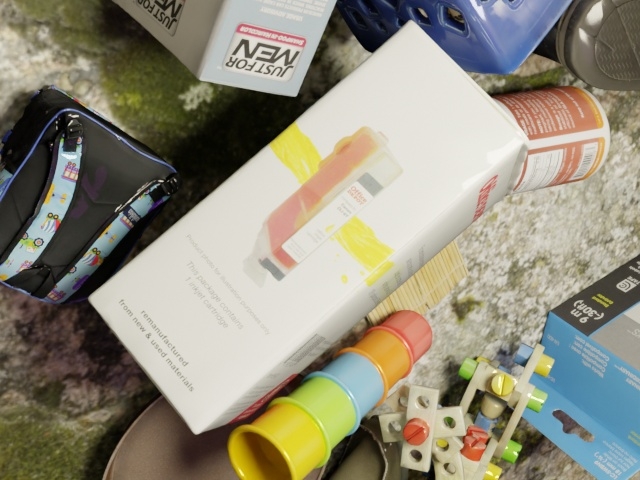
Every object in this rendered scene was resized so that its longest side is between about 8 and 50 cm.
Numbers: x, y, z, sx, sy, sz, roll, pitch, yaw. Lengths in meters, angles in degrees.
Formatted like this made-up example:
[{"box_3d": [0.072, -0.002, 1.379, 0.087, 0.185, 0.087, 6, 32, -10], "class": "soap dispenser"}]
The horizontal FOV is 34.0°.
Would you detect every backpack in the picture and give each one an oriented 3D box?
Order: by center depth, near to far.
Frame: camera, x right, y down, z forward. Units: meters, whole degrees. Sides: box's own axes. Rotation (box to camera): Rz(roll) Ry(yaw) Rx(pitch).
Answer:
[{"box_3d": [-0.242, -0.036, 0.983, 0.158, 0.117, 0.173, 31, 94, -41], "class": "backpack"}]

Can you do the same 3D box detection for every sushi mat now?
[{"box_3d": [0.082, -0.021, 1.273, 0.151, 0.019, 0.316, -37, 130, -13], "class": "sushi mat"}]

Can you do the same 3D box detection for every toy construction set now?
[{"box_3d": [0.190, 0.250, 1.342, 0.327, 0.151, 0.215, -6, 123, -58], "class": "toy construction set"}]

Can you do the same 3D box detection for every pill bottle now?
[{"box_3d": [0.230, -0.116, 1.253, 0.216, 0.121, 0.121, -11, 120, -30], "class": "pill bottle"}]

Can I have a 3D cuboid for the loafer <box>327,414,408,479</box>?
[{"box_3d": [0.044, 0.349, 1.397, 0.087, 0.094, 0.251, -2, 115, -38], "class": "loafer"}]

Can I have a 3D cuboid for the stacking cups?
[{"box_3d": [0.031, 0.181, 1.210, 0.316, 0.096, 0.096, -30, 131, -45], "class": "stacking cups"}]

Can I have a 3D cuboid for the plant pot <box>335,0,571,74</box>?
[{"box_3d": [0.119, -0.320, 0.988, 0.236, 0.236, 0.212, -52, 126, -11], "class": "plant pot"}]

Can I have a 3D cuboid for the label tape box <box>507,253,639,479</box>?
[{"box_3d": [0.449, 0.164, 1.473, 0.333, 0.240, 0.106, -29, 127, -18], "class": "label tape box"}]

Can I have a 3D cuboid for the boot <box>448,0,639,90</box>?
[{"box_3d": [0.332, -0.247, 1.145, 0.377, 0.284, 0.138, -6, 117, -30], "class": "boot"}]

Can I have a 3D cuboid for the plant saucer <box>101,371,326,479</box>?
[{"box_3d": [-0.128, 0.270, 1.269, 0.310, 0.050, 0.311, -15, 122, -26], "class": "plant saucer"}]

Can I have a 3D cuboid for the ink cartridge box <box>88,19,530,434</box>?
[{"box_3d": [0.000, 0.000, 1.029, 0.384, 0.160, 0.279, -40, 170, -1], "class": "ink cartridge box"}]

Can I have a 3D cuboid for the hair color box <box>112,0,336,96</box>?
[{"box_3d": [-0.039, -0.333, 0.880, 0.113, 0.185, 0.374, 4, 120, -43], "class": "hair color box"}]
